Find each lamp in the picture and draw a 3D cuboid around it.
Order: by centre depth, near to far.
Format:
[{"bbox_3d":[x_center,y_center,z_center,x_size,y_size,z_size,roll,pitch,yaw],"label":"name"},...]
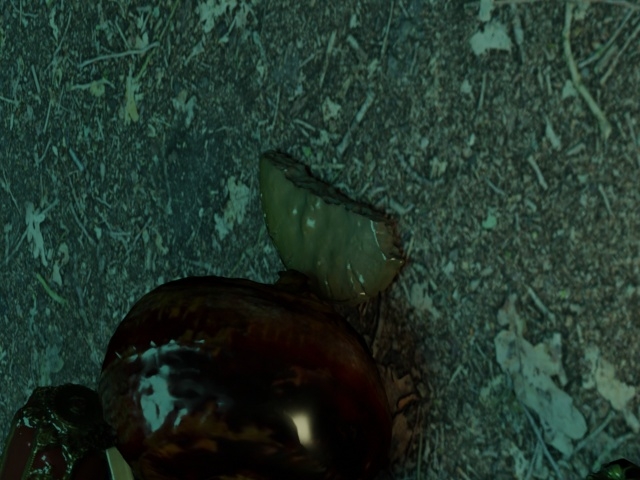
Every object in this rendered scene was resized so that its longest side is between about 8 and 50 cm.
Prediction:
[{"bbox_3d":[-0.400,0.342,2.191,0.177,0.177,0.274,53,134,37],"label":"lamp"}]

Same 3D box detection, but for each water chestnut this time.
[{"bbox_3d":[-0.075,0.166,1.654,0.350,0.350,0.302,-34,34,49],"label":"water chestnut"}]

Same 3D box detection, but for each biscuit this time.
[{"bbox_3d":[-0.002,0.000,1.726,0.290,0.038,0.141,34,119,47],"label":"biscuit"}]

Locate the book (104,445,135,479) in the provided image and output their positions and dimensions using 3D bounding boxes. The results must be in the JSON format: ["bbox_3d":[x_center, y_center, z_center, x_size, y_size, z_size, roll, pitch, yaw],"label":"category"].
[{"bbox_3d":[-0.241,0.444,1.932,0.428,0.039,0.300,116,142,-73],"label":"book"}]

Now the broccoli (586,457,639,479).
[{"bbox_3d":[0.303,0.271,1.284,0.160,0.167,0.154,-36,96,19],"label":"broccoli"}]
